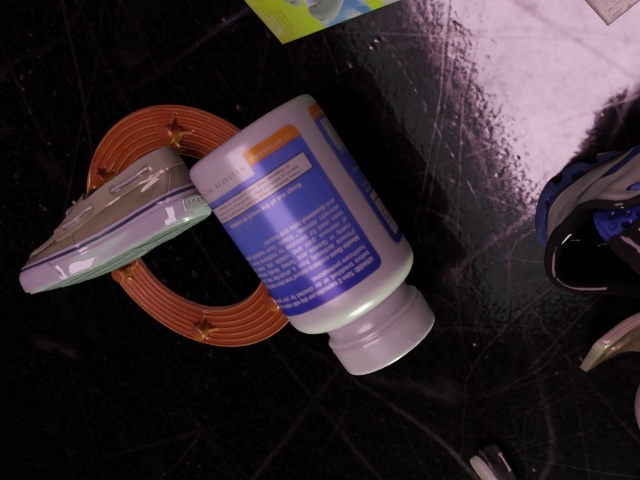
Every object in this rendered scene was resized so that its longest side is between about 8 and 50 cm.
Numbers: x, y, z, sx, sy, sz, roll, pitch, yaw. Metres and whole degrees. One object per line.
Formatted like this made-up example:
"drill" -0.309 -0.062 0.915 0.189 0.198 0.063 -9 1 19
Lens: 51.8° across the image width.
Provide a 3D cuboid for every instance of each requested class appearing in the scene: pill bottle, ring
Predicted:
"pill bottle" 0.000 0.000 0.689 0.152 0.152 0.272 -28 99 34
"ring" -0.169 -0.005 0.844 0.337 0.032 0.336 11 119 21

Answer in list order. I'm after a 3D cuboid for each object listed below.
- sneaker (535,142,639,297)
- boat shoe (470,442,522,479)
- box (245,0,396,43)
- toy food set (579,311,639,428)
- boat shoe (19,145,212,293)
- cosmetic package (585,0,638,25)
"sneaker" 0.297 -0.041 0.504 0.127 0.182 0.315 47 125 -3
"boat shoe" 0.228 0.300 0.795 0.125 0.038 0.046 55 167 -6
"box" 0.012 -0.250 0.592 0.178 0.042 0.109 -11 149 30
"toy food set" 0.355 0.176 0.523 0.306 0.220 0.092 38 88 24
"boat shoe" -0.263 -0.019 0.817 0.302 0.109 0.094 -24 87 24
"cosmetic package" 0.219 -0.237 0.529 0.115 0.041 0.060 49 125 -3
